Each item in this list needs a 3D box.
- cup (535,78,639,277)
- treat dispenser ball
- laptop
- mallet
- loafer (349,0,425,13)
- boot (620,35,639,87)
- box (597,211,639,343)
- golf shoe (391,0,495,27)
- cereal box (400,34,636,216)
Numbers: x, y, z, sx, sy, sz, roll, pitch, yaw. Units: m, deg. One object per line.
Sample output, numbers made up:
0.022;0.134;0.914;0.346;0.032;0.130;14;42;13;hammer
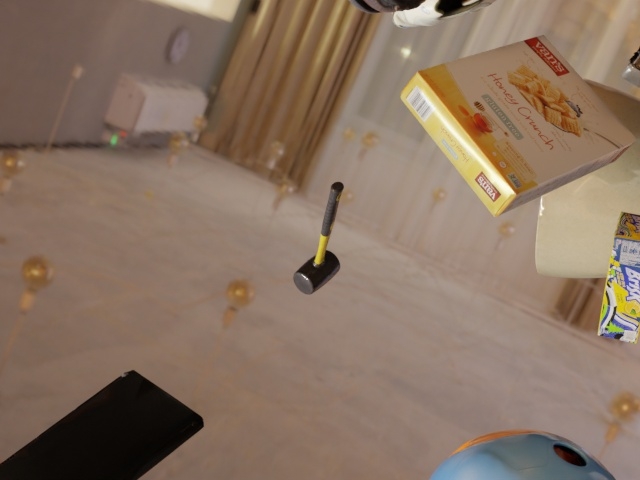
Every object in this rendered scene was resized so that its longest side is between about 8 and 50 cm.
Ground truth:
0.506;-0.078;1.782;0.237;0.331;0.331;14;-171;21;cup
0.265;0.390;1.442;0.288;0.288;0.288;22;-167;-5;treat dispenser ball
-0.272;0.274;1.274;0.234;0.264;0.136;-36;-107;-26;laptop
0.000;0.000;1.390;0.039;0.190;0.062;37;-119;19;mallet
0.050;-0.289;0.725;0.095;0.302;0.109;22;-139;40;loafer
0.459;-0.182;1.213;0.229;0.091;0.263;38;-139;11;boot
0.399;0.049;1.428;0.054;0.169;0.059;13;-140;17;box
0.161;-0.265;1.166;0.176;0.069;0.086;-29;-153;-24;golf shoe
0.222;-0.134;1.218;0.240;0.047;0.173;-24;-110;-41;cereal box
